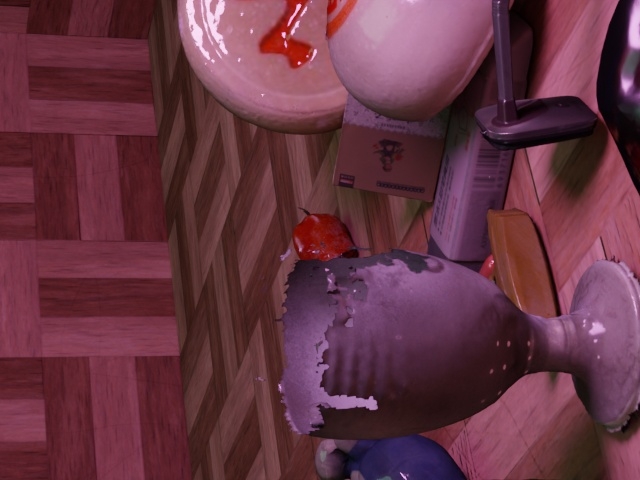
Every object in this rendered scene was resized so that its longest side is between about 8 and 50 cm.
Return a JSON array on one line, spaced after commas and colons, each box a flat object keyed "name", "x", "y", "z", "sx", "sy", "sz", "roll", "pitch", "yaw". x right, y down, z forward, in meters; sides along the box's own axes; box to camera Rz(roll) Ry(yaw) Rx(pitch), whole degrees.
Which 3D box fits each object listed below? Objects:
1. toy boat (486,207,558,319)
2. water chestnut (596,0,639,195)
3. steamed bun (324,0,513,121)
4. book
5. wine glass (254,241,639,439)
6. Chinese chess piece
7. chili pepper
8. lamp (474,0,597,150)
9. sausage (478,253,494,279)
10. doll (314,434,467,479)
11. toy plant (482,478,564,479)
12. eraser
[{"name": "toy boat", "x": 0.220, "y": 0.047, "z": 1.727, "sx": 0.077, "sy": 0.057, "sz": 0.200, "roll": 103, "pitch": 161, "yaw": -56}, {"name": "water chestnut", "x": 0.313, "y": -0.094, "z": 1.057, "sx": 0.289, "sy": 0.244, "sz": 0.289, "roll": -178, "pitch": 90, "yaw": -77}, {"name": "steamed bun", "x": 0.104, "y": -0.282, "z": 1.780, "sx": 0.283, "sy": 0.177, "sz": 0.283, "roll": -60, "pitch": 12, "yaw": 22}, {"name": "book", "x": 0.097, "y": -0.148, "z": 2.024, "sx": 0.016, "sy": 0.139, "sz": 0.198, "roll": -79, "pitch": -1, "yaw": -59}, {"name": "wine glass", "x": 0.129, "y": 0.099, "z": 1.501, "sx": 0.190, "sy": 0.357, "sz": 0.190, "roll": -177, "pitch": 90, "yaw": -76}, {"name": "Chinese chess piece", "x": -0.024, "y": -0.310, "z": 2.099, "sx": 0.140, "sy": 0.338, "sz": 0.338, "roll": 83, "pitch": -174, "yaw": -84}, {"name": "chili pepper", "x": 0.000, "y": 0.000, "z": 2.453, "sx": 0.192, "sy": 0.086, "sz": 0.084, "roll": 58, "pitch": 173, "yaw": 47}, {"name": "lamp", "x": 0.225, "y": -0.245, "z": 1.613, "sx": 0.203, "sy": 0.125, "sz": 0.283, "roll": -108, "pitch": 24, "yaw": -73}, {"name": "sausage", "x": 0.183, "y": 0.088, "z": 1.899, "sx": 0.253, "sy": 0.034, "sz": 0.034, "roll": 112, "pitch": 154, "yaw": -51}, {"name": "doll", "x": 0.106, "y": 0.326, "z": 1.954, "sx": 0.228, "sy": 0.154, "sz": 0.258, "roll": 59, "pitch": 176, "yaw": -10}, {"name": "toy plant", "x": 0.211, "y": 0.389, "z": 1.479, "sx": 0.184, "sy": 0.224, "sz": 0.315, "roll": 8, "pitch": -100, "yaw": -68}, {"name": "eraser", "x": 0.185, "y": -0.097, "z": 1.847, "sx": 0.089, "sy": 0.061, "sz": 0.351, "roll": -118, "pitch": 32, "yaw": -58}]
